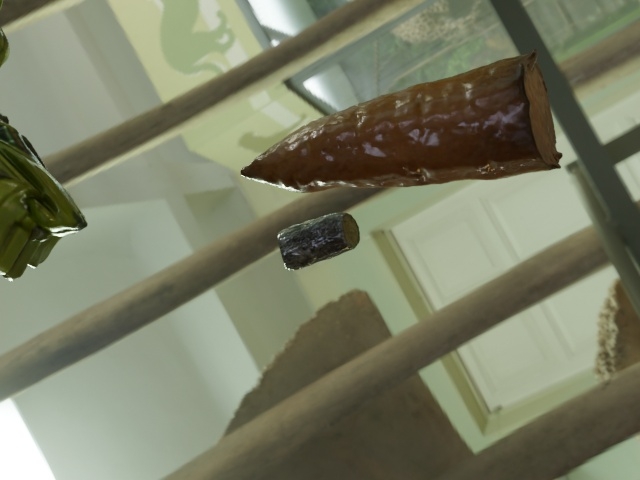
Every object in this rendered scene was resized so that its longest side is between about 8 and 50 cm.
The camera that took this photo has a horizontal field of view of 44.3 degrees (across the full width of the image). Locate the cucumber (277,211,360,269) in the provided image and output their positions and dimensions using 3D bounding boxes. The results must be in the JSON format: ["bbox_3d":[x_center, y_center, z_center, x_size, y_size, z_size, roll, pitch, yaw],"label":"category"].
[{"bbox_3d":[-0.002,0.001,1.082,0.064,0.112,0.064,-17,-90,-76],"label":"cucumber"}]

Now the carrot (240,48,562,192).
[{"bbox_3d":[0.042,-0.059,0.495,0.072,0.205,0.072,-11,-90,-70],"label":"carrot"}]

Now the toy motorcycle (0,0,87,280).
[{"bbox_3d":[-0.297,-0.126,0.619,0.342,0.206,0.142,58,-176,15],"label":"toy motorcycle"}]
